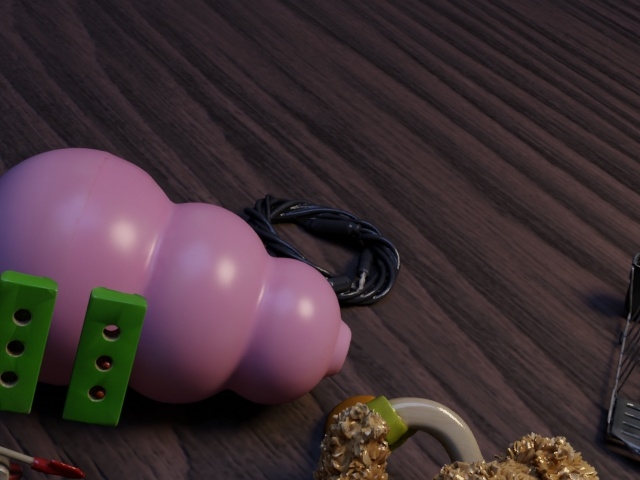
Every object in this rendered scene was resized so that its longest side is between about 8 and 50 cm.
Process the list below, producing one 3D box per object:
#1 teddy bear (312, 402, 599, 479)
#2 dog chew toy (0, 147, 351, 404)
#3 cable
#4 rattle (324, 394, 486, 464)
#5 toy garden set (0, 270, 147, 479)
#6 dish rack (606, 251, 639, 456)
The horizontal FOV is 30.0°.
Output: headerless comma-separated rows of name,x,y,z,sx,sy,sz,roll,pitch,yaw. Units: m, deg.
teddy bear,0.077,0.239,0.856,0.338,0.113,0.245,9,69,-15
dog chew toy,-0.135,0.047,1.040,0.331,0.207,0.207,18,34,-5
cable,0.000,0.000,1.272,0.150,0.047,0.184,-10,39,-29
rattle,0.096,0.215,1.009,0.199,0.143,0.130,26,67,-5
toy garden set,-0.277,0.109,0.920,0.244,0.204,0.049,12,19,-15
dish rack,0.388,0.133,1.175,0.208,0.074,0.271,18,35,10
